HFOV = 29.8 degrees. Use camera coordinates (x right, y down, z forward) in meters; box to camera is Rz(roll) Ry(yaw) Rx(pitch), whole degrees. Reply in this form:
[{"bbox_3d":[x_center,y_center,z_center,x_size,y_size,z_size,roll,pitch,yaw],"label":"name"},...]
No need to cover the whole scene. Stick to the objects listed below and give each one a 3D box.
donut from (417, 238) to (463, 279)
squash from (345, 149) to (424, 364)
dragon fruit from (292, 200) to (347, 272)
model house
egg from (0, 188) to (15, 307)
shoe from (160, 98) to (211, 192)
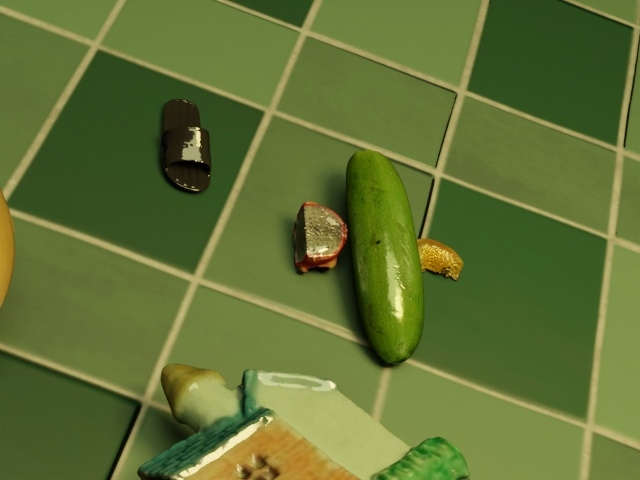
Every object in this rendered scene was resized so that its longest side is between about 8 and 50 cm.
[{"bbox_3d":[0.138,0.026,1.520,0.083,0.038,0.067,31,46,10],"label":"donut"},{"bbox_3d":[0.077,0.009,1.463,0.082,0.082,0.292,3,61,-17],"label":"squash"},{"bbox_3d":[0.000,0.000,1.483,0.060,0.056,0.083,2,56,-15],"label":"dragon fruit"},{"bbox_3d":[-0.055,0.246,1.207,0.267,0.194,0.325,-29,52,-32],"label":"model house"},{"bbox_3d":[-0.417,0.002,1.243,0.201,0.201,0.244,-16,72,-30],"label":"egg"},{"bbox_3d":[-0.171,-0.134,1.537,0.062,0.053,0.159,6,48,-19],"label":"shoe"}]
